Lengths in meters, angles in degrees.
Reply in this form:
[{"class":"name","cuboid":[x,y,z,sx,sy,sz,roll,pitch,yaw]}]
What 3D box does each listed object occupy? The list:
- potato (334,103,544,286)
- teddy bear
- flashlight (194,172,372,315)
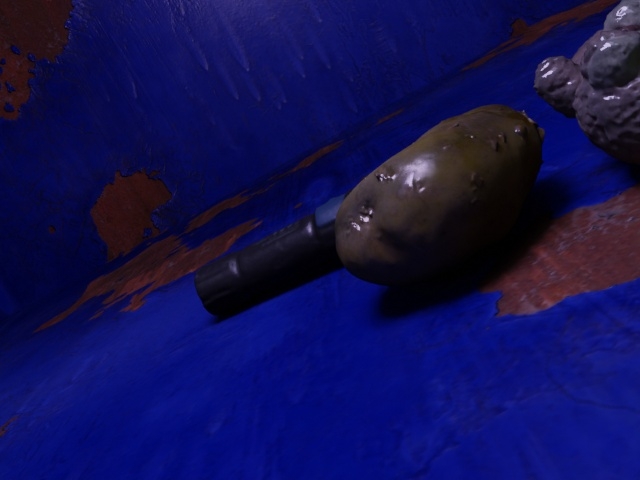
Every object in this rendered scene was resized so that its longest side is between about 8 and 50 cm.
[{"class":"potato","cuboid":[0.142,-0.054,0.790,0.296,0.141,0.191,-40,0,-36]},{"class":"teddy bear","cuboid":[0.345,-0.169,0.765,0.235,0.151,0.267,-2,25,19]},{"class":"flashlight","cuboid":[0.000,0.000,1.021,0.423,0.103,0.103,-27,13,22]}]
